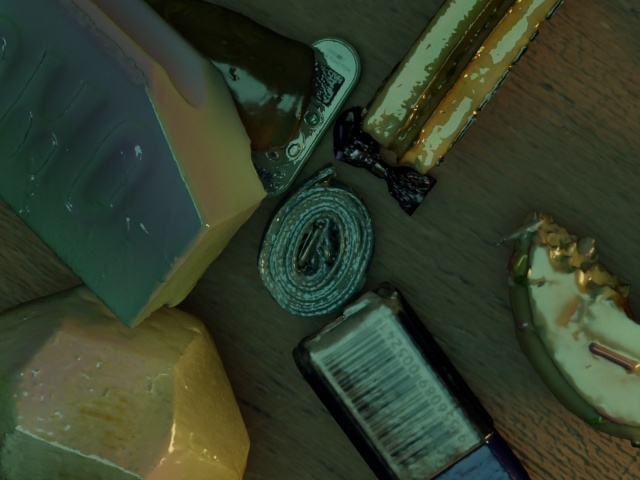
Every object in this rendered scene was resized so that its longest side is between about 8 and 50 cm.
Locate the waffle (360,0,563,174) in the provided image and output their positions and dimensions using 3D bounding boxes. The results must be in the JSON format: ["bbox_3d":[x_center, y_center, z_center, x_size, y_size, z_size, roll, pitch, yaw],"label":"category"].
[{"bbox_3d":[0.194,-0.252,1.770,0.114,0.261,0.376,37,100,-3],"label":"waffle"}]

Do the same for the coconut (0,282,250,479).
[{"bbox_3d":[-0.249,0.229,1.856,0.352,0.352,0.353,1,96,7],"label":"coconut"}]

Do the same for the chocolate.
[{"bbox_3d":[0.072,-0.094,1.909,0.147,0.072,0.070,41,140,10],"label":"chocolate"}]

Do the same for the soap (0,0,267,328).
[{"bbox_3d":[-0.273,-0.149,1.777,0.446,0.156,0.261,45,118,9],"label":"soap"}]

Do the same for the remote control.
[{"bbox_3d":[-0.026,-0.150,1.921,0.078,0.042,0.221,34,98,4],"label":"remote control"}]

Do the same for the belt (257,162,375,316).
[{"bbox_3d":[-0.004,0.008,1.912,0.163,0.082,0.147,-40,102,5],"label":"belt"}]

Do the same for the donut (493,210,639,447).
[{"bbox_3d":[0.413,0.079,1.831,0.371,0.150,0.307,-14,94,9],"label":"donut"}]

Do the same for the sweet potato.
[{"bbox_3d":[-0.180,-0.222,1.880,0.369,0.158,0.158,20,98,6],"label":"sweet potato"}]

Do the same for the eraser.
[{"bbox_3d":[0.118,0.217,1.909,0.155,0.101,0.332,-36,93,10],"label":"eraser"}]
